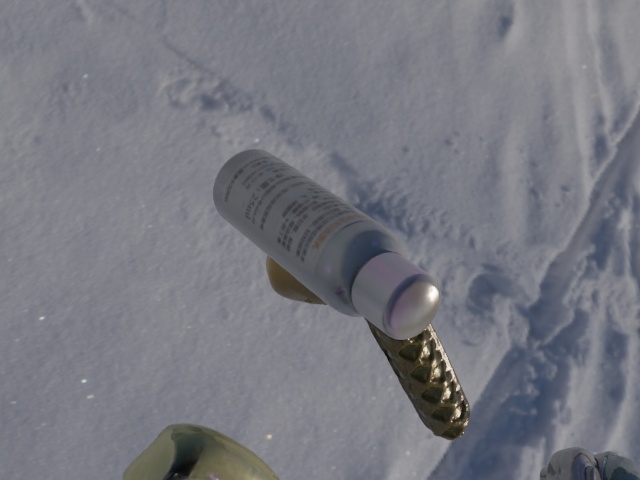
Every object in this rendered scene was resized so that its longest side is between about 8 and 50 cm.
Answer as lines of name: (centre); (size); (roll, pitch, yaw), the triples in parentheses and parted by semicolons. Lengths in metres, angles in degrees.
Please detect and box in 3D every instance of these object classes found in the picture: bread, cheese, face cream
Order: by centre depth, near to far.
cheese: (-0.052, 0.234, 0.693); (0.255, 0.127, 0.050); (37, 13, -34)
face cream: (0.000, 0.000, 0.752); (0.082, 0.269, 0.082); (-17, 123, -28)
bread: (-0.002, 0.039, 0.914); (0.115, 0.082, 0.056); (6, 77, 7)
bread: (0.121, 0.142, 1.190); (0.077, 0.084, 0.368); (-39, 123, -14)

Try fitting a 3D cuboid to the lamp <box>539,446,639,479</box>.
lamp: (0.368, 0.341, 1.082); (0.246, 0.108, 0.180); (40, 35, -31)
